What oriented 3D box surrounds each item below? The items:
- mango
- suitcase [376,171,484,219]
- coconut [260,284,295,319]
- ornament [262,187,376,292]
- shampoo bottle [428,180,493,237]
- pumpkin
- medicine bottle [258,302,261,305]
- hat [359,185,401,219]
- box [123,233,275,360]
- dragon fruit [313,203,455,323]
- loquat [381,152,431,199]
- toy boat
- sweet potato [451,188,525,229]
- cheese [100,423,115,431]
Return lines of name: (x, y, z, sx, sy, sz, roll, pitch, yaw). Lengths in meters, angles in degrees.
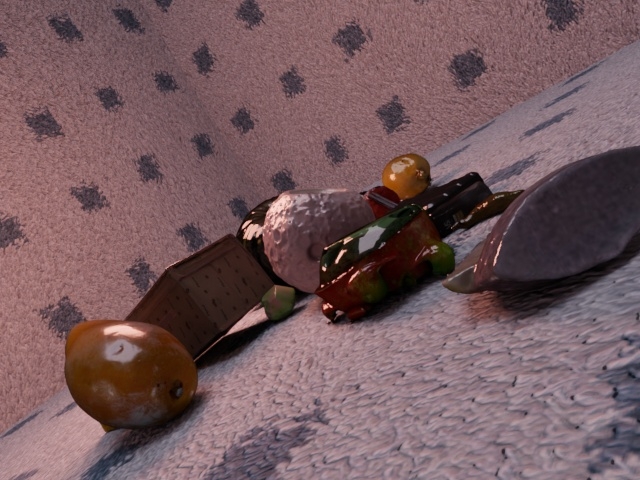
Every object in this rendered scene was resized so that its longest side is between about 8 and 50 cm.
mango: (-0.388, 0.249, 1.125, 0.384, 0.198, 0.221, 13, 5, 43)
suitcase: (0.245, -0.067, 1.396, 0.206, 0.066, 0.285, -34, 7, -33)
coconut: (-0.098, 0.145, 1.330, 0.081, 0.082, 0.083, 6, 3, -12)
ornament: (0.000, 0.000, 1.257, 0.259, 0.225, 0.259, -3, 9, 0)
shampoo bottle: (0.263, -0.048, 1.195, 0.208, 0.057, 0.063, -32, 6, -12)
pumpkin: (-0.069, 0.005, 1.528, 0.323, 0.241, 0.323, -19, 20, 7)
medicine bottle: (-0.154, 0.091, 1.737, 0.144, 0.144, 0.252, -27, 9, 38)
hat: (0.178, -0.077, 1.748, 0.140, 0.128, 0.227, 8, -19, -7)
box: (-0.298, 0.163, 1.398, 0.297, 0.190, 0.225, -41, -3, 40)
dragon fruit: (0.105, 0.035, 1.019, 0.295, 0.130, 0.268, -26, 3, 44)
loquat: (0.300, -0.216, 1.943, 0.172, 0.149, 0.204, -29, 16, -23)
toy boat: (0.269, -0.007, 0.716, 0.276, 0.111, 0.293, -34, -6, -19)
sweet potato: (0.324, -0.062, 1.111, 0.153, 0.038, 0.041, -31, -17, 25)
cheese: (-0.462, 0.319, 1.266, 0.126, 0.171, 0.093, -29, 5, 40)
